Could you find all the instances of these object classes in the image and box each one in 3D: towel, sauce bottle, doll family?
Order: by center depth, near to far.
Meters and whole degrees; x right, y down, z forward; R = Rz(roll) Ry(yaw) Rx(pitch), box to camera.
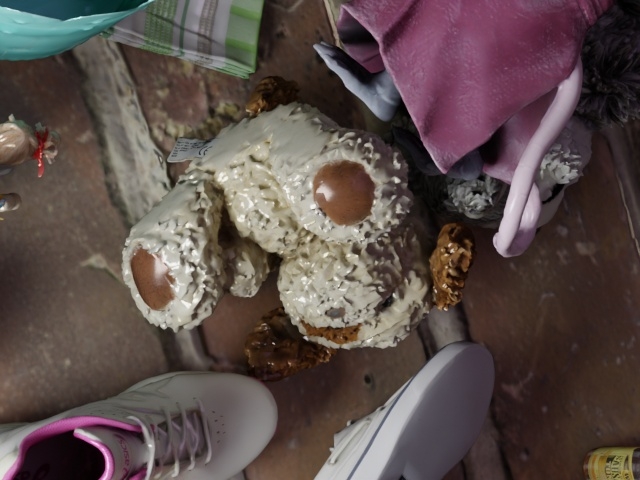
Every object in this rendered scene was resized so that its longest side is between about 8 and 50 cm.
[{"bbox_3d":[-0.314,-0.030,1.465,0.263,0.163,0.118,-1,85,-30],"label":"doll family"},{"bbox_3d":[-0.114,-0.209,1.682,0.152,0.023,0.113,14,78,-28],"label":"towel"},{"bbox_3d":[0.290,0.207,1.806,0.042,0.128,0.042,4,81,-28],"label":"sauce bottle"}]

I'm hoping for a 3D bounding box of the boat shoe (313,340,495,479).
[{"bbox_3d":[0.049,0.190,1.694,0.267,0.088,0.096,-57,135,-16],"label":"boat shoe"}]

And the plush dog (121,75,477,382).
[{"bbox_3d":[0.000,0.000,1.638,0.225,0.262,0.210,52,27,-26],"label":"plush dog"}]

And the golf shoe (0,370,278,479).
[{"bbox_3d":[-0.149,0.171,1.553,0.306,0.140,0.115,-15,91,-32],"label":"golf shoe"}]

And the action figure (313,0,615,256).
[{"bbox_3d":[0.189,-0.205,1.518,0.370,0.248,0.276,-40,82,5],"label":"action figure"}]

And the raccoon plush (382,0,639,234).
[{"bbox_3d":[0.148,-0.224,1.733,0.299,0.216,0.446,-26,98,-25],"label":"raccoon plush"}]

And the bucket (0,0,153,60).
[{"bbox_3d":[-0.220,-0.275,1.523,0.281,0.183,0.281,5,79,-24],"label":"bucket"}]
